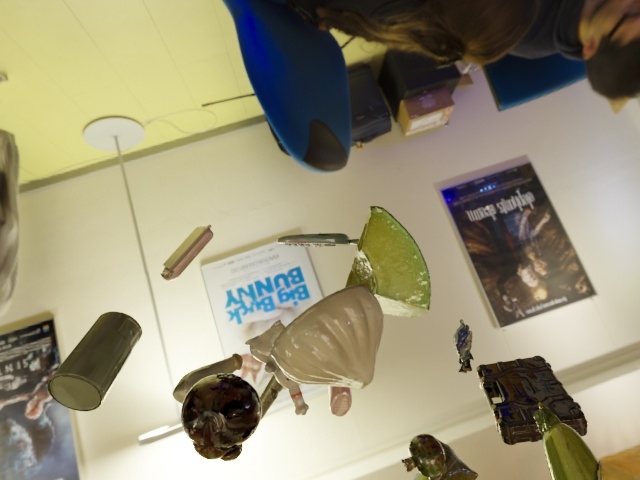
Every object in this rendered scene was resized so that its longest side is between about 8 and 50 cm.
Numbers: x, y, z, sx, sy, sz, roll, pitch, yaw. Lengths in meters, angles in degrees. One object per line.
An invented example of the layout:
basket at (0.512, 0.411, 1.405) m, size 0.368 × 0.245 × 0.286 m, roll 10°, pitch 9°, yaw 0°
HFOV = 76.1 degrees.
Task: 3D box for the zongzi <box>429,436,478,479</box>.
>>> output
zongzi at (0.412, 0.770, 1.435) m, size 0.205 × 0.204 × 0.094 m, roll 20°, pitch 108°, yaw -35°

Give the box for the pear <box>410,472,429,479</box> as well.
pear at (0.408, 1.128, 1.592) m, size 0.318 × 0.342 × 0.238 m, roll -35°, pitch 163°, yaw 15°

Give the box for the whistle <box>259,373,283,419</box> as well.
whistle at (-0.218, 0.647, 1.680) m, size 0.057 × 0.068 × 0.326 m, roll 17°, pitch 110°, yaw -52°

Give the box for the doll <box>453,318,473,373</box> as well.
doll at (0.523, 0.381, 1.493) m, size 0.070 × 0.195 × 0.096 m, roll 14°, pitch 148°, yaw -11°

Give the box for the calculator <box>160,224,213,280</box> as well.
calculator at (-0.331, 0.026, 1.020) m, size 0.175 × 0.032 × 0.100 m, roll -52°, pitch -152°, yaw -17°

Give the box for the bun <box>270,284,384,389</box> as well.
bun at (0.044, 0.231, 0.860) m, size 0.263 × 0.175 × 0.263 m, roll -30°, pitch 155°, yaw -16°

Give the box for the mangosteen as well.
mangosteen at (-0.247, 0.434, 1.015) m, size 0.209 × 0.210 × 0.210 m, roll -18°, pitch 167°, yaw -4°

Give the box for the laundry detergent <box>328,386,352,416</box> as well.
laundry detergent at (0.077, 0.582, 1.769) m, size 0.087 × 0.335 × 0.159 m, roll 12°, pitch 116°, yaw -8°

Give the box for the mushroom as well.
mushroom at (-0.381, 0.465, 1.393) m, size 0.118 × 0.103 × 0.270 m, roll -19°, pitch -175°, yaw 32°

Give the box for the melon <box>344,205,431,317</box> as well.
melon at (0.164, 0.103, 1.235) m, size 0.226 × 0.331 × 0.343 m, roll -33°, pitch 173°, yaw -12°

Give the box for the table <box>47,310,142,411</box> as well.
table at (-0.553, 0.294, 1.022) m, size 0.126 × 0.126 × 0.220 m, roll -22°, pitch -153°, yaw 15°

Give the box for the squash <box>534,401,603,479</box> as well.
squash at (0.386, 0.341, 0.622) m, size 0.090 × 0.200 × 0.075 m, roll 37°, pitch 125°, yaw -22°

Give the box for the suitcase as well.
suitcase at (0.558, 0.423, 1.114) m, size 0.206 × 0.066 × 0.285 m, roll -14°, pitch -167°, yaw 12°

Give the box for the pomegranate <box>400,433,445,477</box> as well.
pomegranate at (0.331, 0.678, 1.292) m, size 0.130 × 0.130 × 0.130 m, roll -18°, pitch 167°, yaw -4°

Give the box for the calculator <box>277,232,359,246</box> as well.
calculator at (0.000, 0.000, 1.408) m, size 0.298 × 0.041 × 0.185 m, roll 0°, pitch 176°, yaw 2°

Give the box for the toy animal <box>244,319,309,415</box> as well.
toy animal at (-0.100, 0.377, 1.248) m, size 0.140 × 0.282 × 0.138 m, roll -34°, pitch 153°, yaw -19°
